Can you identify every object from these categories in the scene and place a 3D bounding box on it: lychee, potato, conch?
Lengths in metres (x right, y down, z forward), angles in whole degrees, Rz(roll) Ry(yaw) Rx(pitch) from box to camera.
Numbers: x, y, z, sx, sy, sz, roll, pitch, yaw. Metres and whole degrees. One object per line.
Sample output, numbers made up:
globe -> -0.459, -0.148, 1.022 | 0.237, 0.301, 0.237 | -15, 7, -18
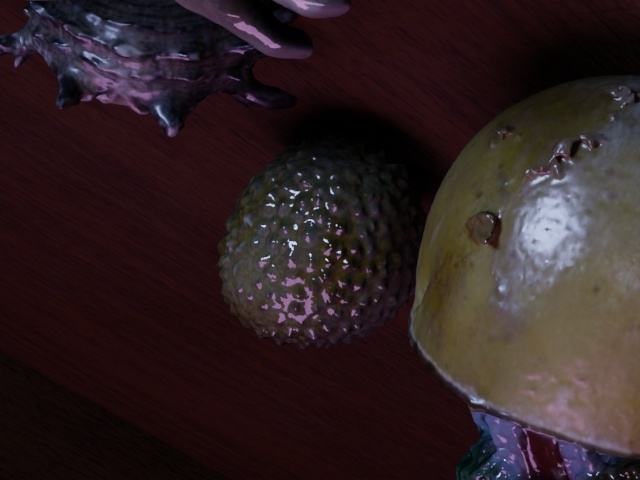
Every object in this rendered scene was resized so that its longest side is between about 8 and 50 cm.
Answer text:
lychee -> 0.000, 0.000, 2.023 | 0.255, 0.255, 0.274 | 16, 141, 15
potato -> 0.328, 0.002, 1.658 | 0.442, 0.319, 0.385 | 14, -159, -4
conch -> -0.177, -0.204, 1.800 | 0.313, 0.186, 0.240 | 1, -175, 6

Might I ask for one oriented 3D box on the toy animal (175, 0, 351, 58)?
toy animal -> -0.135, -0.316, 1.396 | 0.344, 0.302, 0.194 | 2, 172, -18

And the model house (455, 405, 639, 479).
model house -> 0.320, 0.138, 2.087 | 0.360, 0.297, 0.339 | 3, 122, 44
